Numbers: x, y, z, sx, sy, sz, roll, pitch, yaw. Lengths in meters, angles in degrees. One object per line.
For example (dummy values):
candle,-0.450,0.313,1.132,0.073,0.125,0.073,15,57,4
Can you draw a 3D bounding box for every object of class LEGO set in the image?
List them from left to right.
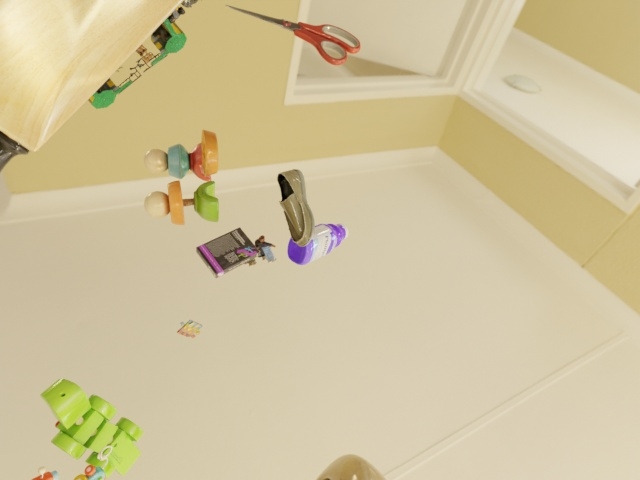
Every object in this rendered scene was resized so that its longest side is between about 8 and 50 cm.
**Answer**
LEGO set,-0.484,-0.479,0.949,0.192,0.331,0.255,50,-176,2

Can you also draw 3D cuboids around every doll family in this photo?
doll family,-0.249,0.035,1.638,0.193,0.111,0.076,-13,-160,17

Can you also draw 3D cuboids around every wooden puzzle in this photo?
wooden puzzle,-0.351,0.238,1.155,0.049,0.083,0.006,-42,-128,3

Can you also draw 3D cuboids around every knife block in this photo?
knife block,-0.247,-0.132,0.369,0.276,0.242,0.088,-11,-155,-35

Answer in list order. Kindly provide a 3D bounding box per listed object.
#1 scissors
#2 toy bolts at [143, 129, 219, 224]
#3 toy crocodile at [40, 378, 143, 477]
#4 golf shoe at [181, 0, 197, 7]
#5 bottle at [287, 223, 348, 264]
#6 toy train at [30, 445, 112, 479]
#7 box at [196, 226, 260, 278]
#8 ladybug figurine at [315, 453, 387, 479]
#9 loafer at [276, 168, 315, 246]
scissors,-0.054,-0.473,0.947,0.297,0.021,0.109,27,-117,1
toy bolts,-0.328,-0.170,0.991,0.158,0.218,0.228,-4,-142,-19
toy crocodile,-0.489,0.420,0.935,0.105,0.340,0.115,16,-129,23
golf shoe,-0.329,-0.649,0.928,0.105,0.273,0.120,-38,-112,-11
bottle,0.000,0.000,1.552,0.092,0.118,0.283,28,-151,27
toy train,-0.461,0.457,0.794,0.046,0.125,0.166,29,-165,29
box,-0.288,0.036,1.341,0.162,0.029,0.116,-29,-114,-30
ladybug figurine,0.031,0.655,0.888,0.162,0.449,0.305,26,-158,-8
loafer,-0.088,-0.101,1.316,0.087,0.094,0.251,1,-110,-45
